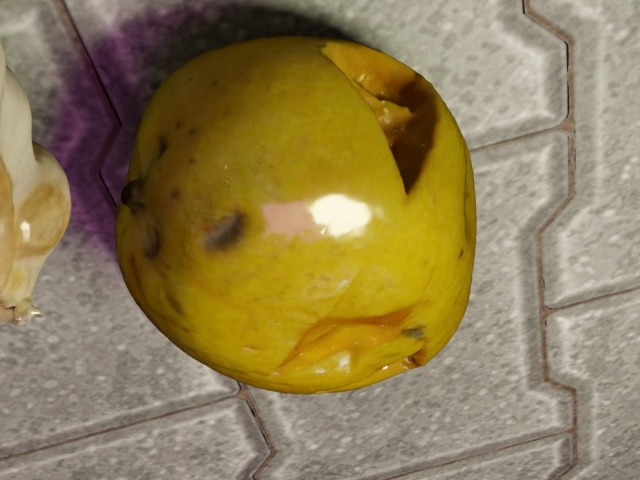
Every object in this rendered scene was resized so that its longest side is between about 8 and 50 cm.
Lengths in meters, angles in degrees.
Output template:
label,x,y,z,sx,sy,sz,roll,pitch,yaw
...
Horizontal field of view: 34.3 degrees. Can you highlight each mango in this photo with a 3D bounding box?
label,x,y,z,sx,sy,sz,roll,pitch,yaw
mango,0.000,0.000,0.756,0.253,0.182,0.365,-27,149,10

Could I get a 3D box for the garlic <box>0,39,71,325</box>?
label,x,y,z,sx,sy,sz,roll,pitch,yaw
garlic,-0.265,-0.072,0.600,0.203,0.184,0.281,9,164,18
